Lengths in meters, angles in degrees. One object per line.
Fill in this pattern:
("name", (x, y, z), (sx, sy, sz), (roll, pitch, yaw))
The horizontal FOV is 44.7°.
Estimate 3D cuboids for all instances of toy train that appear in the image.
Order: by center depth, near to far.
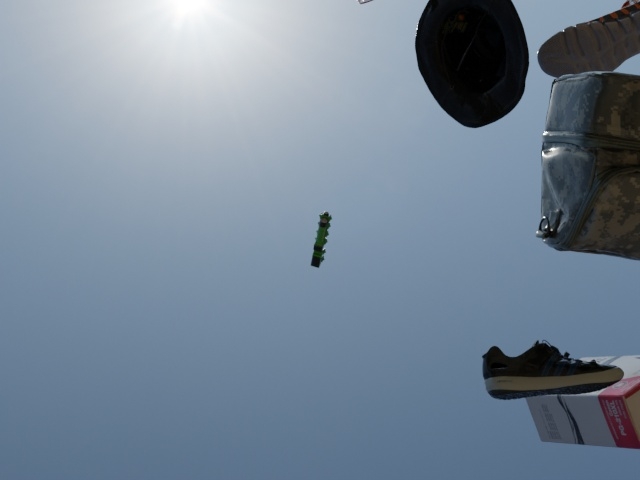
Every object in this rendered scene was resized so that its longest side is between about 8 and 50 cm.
("toy train", (0.000, 0.000, 1.012), (0.017, 0.083, 0.024), (16, -143, 8))

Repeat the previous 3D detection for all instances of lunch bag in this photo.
("lunch bag", (0.473, -0.093, 1.106), (0.305, 0.256, 0.212), (7, -170, -8))

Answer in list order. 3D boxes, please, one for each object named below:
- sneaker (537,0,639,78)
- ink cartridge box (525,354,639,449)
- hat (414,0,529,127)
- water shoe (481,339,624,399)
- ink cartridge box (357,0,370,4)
("sneaker", (0.637, -0.446, 1.683), (0.321, 0.124, 0.180), (-12, -158, 26))
("ink cartridge box", (0.507, 0.279, 1.365), (0.172, 0.237, 0.100), (-22, -89, -29))
("hat", (0.351, -0.401, 1.645), (0.134, 0.331, 0.331), (-11, -127, -32))
("water shoe", (0.334, 0.178, 1.115), (0.203, 0.073, 0.080), (-3, -114, -7))
("ink cartridge box", (0.136, -0.567, 1.748), (0.115, 0.029, 0.063), (-18, -153, 3))
